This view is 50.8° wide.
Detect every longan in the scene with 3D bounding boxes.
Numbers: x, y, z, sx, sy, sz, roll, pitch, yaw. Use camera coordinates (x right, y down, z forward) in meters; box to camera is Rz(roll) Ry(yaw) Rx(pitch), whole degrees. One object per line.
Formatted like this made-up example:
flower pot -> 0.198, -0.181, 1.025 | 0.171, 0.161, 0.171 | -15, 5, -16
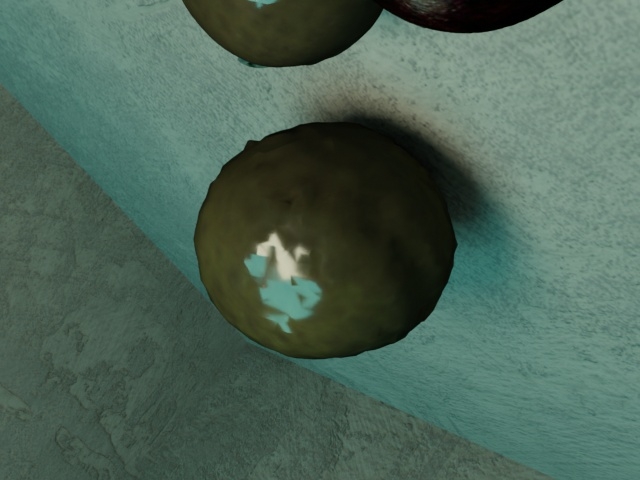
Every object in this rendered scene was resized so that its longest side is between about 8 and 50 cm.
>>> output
longan -> -0.045, -0.328, 0.737 | 0.300, 0.243, 0.300 | 24, 144, 19
longan -> -0.004, -0.003, 1.106 | 0.404, 0.404, 0.436 | 49, 158, -25

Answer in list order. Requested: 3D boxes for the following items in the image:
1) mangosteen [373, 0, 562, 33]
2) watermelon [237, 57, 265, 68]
mangosteen -> 0.092, -0.299, 0.498 | 0.313, 0.297, 0.297 | -3, 135, 44
watermelon -> -0.101, -0.320, 1.102 | 0.085, 0.085, 0.061 | 65, -178, -49
